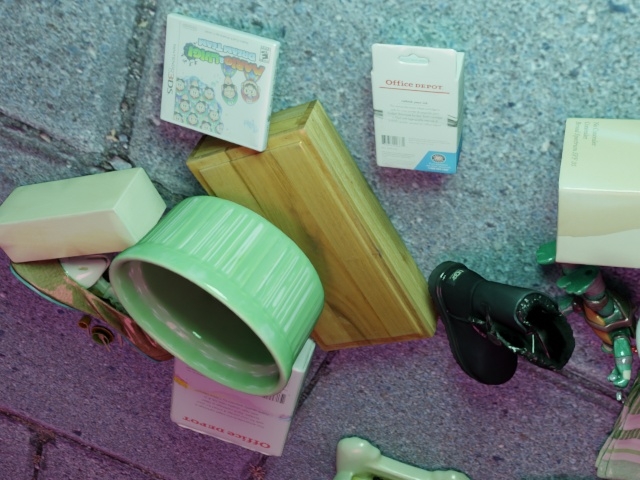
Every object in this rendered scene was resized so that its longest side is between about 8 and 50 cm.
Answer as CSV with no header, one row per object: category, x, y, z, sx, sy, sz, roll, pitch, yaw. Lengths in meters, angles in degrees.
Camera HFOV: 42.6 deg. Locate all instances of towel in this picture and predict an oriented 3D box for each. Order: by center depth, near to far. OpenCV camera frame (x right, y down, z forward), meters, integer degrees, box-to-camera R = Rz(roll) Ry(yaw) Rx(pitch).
towel,0.599,0.317,1.320,0.248,0.038,0.324,10,136,11

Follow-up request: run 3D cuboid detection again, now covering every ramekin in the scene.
ramekin,-0.141,0.077,1.200,0.303,0.148,0.303,25,149,17

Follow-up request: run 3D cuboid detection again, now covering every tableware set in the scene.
tableware set,-0.397,0.183,1.598,0.154,0.024,0.104,16,137,7

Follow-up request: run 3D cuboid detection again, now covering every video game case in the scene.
video game case,-0.132,-0.203,1.054,0.157,0.019,0.143,19,119,17

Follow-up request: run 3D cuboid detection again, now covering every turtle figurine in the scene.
turtle figurine,0.382,0.112,1.149,0.234,0.118,0.175,58,167,-30

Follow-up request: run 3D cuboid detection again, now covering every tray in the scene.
tray,0.000,0.000,1.216,0.203,0.076,0.411,-12,129,31

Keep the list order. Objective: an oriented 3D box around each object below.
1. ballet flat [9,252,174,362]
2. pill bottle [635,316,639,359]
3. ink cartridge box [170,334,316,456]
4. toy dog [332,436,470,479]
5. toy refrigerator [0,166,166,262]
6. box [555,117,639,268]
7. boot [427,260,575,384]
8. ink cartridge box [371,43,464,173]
ballet flat,-0.367,0.088,1.440,0.342,0.116,0.124,38,115,-17
pill bottle,0.514,0.157,1.042,0.182,0.181,0.323,-10,142,30
ink cartridge box,-0.139,0.232,1.464,0.226,0.131,0.306,19,139,3
toy dog,0.081,0.653,1.596,0.285,0.407,0.395,25,137,-3
toy refrigerator,-0.391,-0.035,1.317,0.270,0.102,0.094,-6,131,26
box,0.434,-0.050,0.938,0.311,0.148,0.121,3,134,17
boot,0.271,0.147,1.171,0.207,0.094,0.246,26,150,57
ink cartridge box,0.120,-0.172,1.001,0.104,0.060,0.180,8,136,15
